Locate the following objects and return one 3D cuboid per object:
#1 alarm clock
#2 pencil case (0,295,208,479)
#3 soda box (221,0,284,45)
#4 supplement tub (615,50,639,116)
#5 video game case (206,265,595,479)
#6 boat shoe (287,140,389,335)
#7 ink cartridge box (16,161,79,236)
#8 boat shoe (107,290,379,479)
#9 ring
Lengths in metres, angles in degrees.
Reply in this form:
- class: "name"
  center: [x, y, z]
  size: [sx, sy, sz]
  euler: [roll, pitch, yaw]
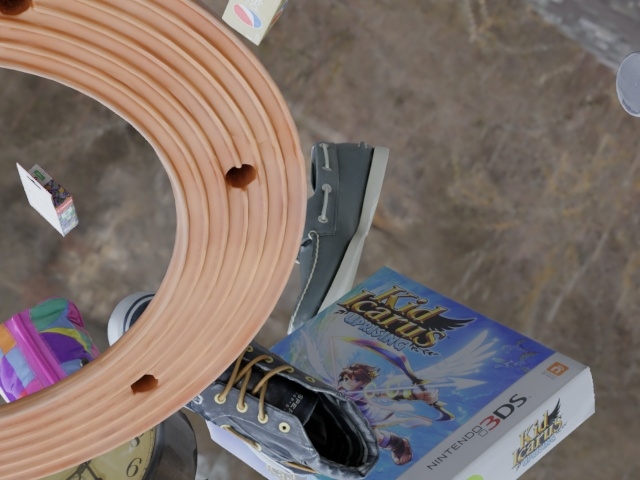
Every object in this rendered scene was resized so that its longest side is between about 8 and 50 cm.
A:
- class: "alarm clock"
  center: [-0.151, 0.171, 0.911]
  size: [0.129, 0.192, 0.064]
  euler: [3, 148, 35]
- class: "pencil case"
  center: [-0.185, 0.147, 1.088]
  size: [0.236, 0.104, 0.104]
  euler: [46, -175, 38]
- class: "soda box"
  center: [-0.070, -0.311, 1.712]
  size: [0.061, 0.058, 0.181]
  euler: [36, 162, -4]
- class: "supplement tub"
  center: [0.419, -0.176, 1.500]
  size: [0.198, 0.106, 0.106]
  euler: [-9, -170, -29]
- class: "video game case"
  center: [0.066, 0.148, 1.251]
  size: [0.269, 0.244, 0.061]
  euler: [26, 140, 43]
- class: "boat shoe"
  center: [0.000, 0.000, 1.560]
  size: [0.099, 0.319, 0.116]
  euler: [17, 136, 3]
- class: "ink cartridge box"
  center: [-0.322, -0.056, 1.632]
  size: [0.063, 0.029, 0.115]
  euler: [42, 160, 15]
- class: "boat shoe"
  center: [-0.043, 0.089, 0.858]
  size: [0.183, 0.065, 0.083]
  euler: [38, 157, -29]
- class: "ring"
  center: [-0.170, 0.003, 0.597]
  size: [0.336, 0.336, 0.032]
  euler: [36, -157, -45]
